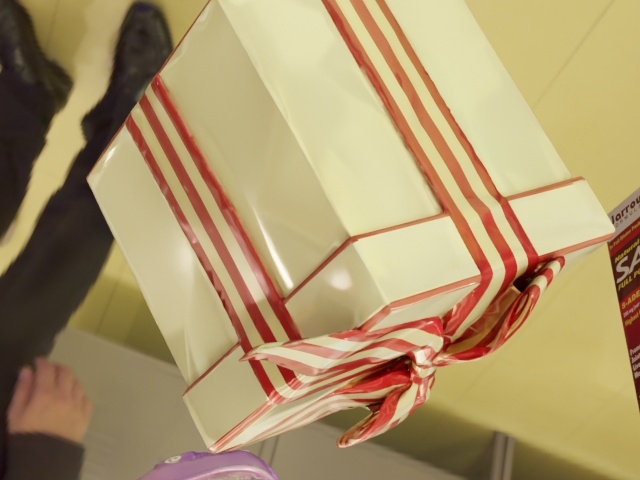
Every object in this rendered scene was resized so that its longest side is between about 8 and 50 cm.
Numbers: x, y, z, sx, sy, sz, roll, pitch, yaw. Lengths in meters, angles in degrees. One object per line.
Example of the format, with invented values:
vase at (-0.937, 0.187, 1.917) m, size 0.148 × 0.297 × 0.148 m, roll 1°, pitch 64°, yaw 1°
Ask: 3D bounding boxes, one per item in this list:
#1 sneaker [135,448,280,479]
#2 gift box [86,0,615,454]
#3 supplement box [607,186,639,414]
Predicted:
sneaker at (-0.027, 0.101, 0.289) m, size 0.095 × 0.104 × 0.236 m, roll -9°, pitch 163°, yaw -9°
gift box at (0.000, 0.000, 0.792) m, size 0.258 × 0.276 × 0.255 m, roll 60°, pitch 142°, yaw 15°
supplement box at (0.322, 0.051, 0.981) m, size 0.073 × 0.239 × 0.130 m, roll 17°, pitch 140°, yaw -22°
